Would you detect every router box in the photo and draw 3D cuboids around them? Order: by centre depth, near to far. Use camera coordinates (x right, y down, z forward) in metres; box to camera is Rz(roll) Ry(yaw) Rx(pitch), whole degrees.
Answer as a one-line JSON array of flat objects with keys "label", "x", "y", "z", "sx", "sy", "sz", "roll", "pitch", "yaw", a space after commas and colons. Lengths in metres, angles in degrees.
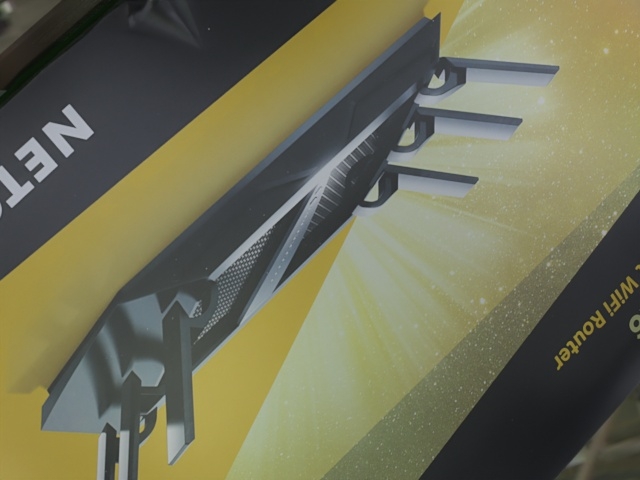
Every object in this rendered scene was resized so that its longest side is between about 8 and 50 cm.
[{"label": "router box", "x": 0.000, "y": 0.000, "z": 0.526, "sx": 0.309, "sy": 0.243, "sz": 0.081, "roll": -46, "pitch": -157, "yaw": -16}]
